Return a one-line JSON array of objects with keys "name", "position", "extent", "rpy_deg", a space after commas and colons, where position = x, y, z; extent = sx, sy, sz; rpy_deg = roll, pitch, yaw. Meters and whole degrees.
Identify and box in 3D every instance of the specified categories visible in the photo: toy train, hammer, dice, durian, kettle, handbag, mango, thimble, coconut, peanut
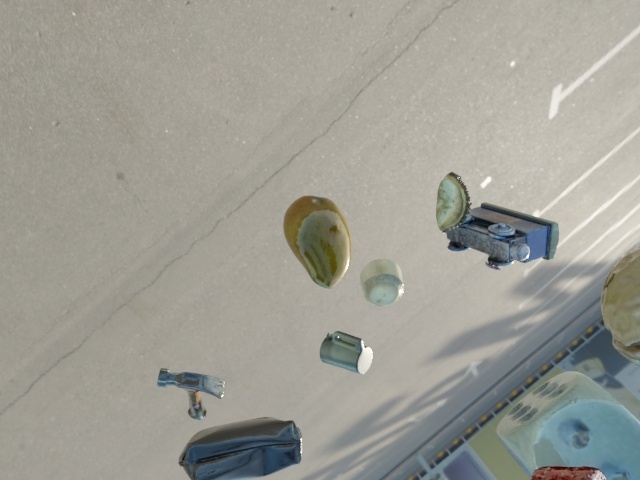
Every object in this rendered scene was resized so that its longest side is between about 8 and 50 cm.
[{"name": "toy train", "position": [0.503, -0.021, 1.361], "extent": [0.202, 0.299, 0.131], "rpy_deg": [-15, 114, -23]}, {"name": "hammer", "position": [-0.243, 0.305, 0.917], "extent": [0.111, 0.033, 0.288], "rpy_deg": [10, 148, -7]}, {"name": "dice", "position": [0.619, 0.500, 1.161], "extent": [0.264, 0.262, 0.268], "rpy_deg": [-39, 165, 0]}, {"name": "durian", "position": [0.276, -0.076, 0.978], "extent": [0.066, 0.052, 0.130], "rpy_deg": [2, 104, -2]}, {"name": "kettle", "position": [0.085, 0.353, 1.523], "extent": [0.098, 0.148, 0.127], "rpy_deg": [7, 92, -51]}, {"name": "handbag", "position": [-0.243, 0.605, 1.411], "extent": [0.342, 0.152, 0.288], "rpy_deg": [-4, 173, -15]}, {"name": "mango", "position": [0.000, 0.000, 1.561], "extent": [0.211, 0.317, 0.173], "rpy_deg": [-28, -167, -29]}, {"name": "thimble", "position": [0.466, 0.504, 0.871], "extent": [0.125, 0.163, 0.189], "rpy_deg": [-20, 150, 36]}, {"name": "coconut", "position": [0.284, 0.189, 2.210], "extent": [0.202, 0.222, 0.202], "rpy_deg": [1, 122, 1]}, {"name": "peanut", "position": [0.469, 0.032, 0.603], "extent": [0.313, 0.149, 0.149], "rpy_deg": [-46, 154, -14]}]
